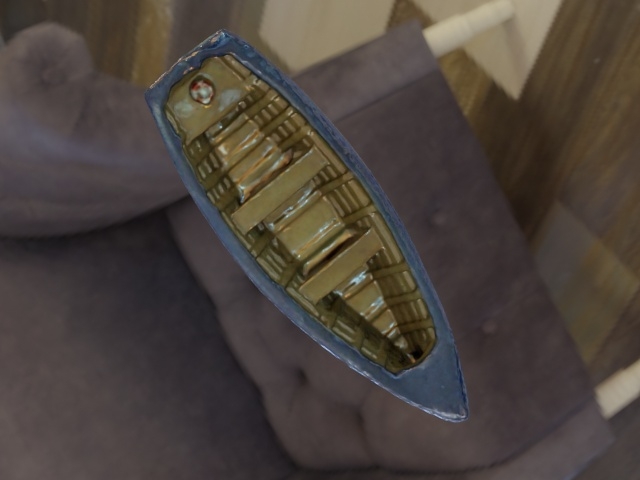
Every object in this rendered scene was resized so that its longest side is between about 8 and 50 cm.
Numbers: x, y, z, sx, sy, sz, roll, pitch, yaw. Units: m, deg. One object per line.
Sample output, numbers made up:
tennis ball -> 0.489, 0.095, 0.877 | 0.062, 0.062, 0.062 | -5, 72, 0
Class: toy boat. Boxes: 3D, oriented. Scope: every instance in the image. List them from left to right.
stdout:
toy boat -> 0.000, 0.000, 0.687 | 0.229, 0.080, 0.046 | 51, 173, -12
